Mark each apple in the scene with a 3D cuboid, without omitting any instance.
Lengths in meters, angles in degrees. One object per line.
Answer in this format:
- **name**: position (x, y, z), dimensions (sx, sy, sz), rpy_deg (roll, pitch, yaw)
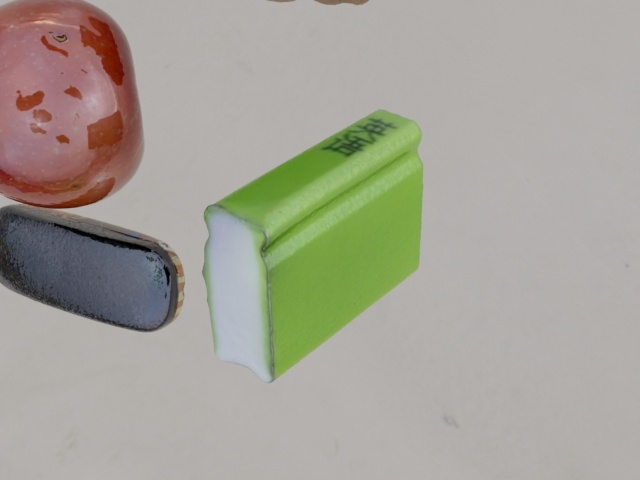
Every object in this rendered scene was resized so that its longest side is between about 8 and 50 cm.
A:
- **apple**: position (-0.333, -0.170, 1.263), dimensions (0.216, 0.260, 0.260), rpy_deg (-10, 106, -18)

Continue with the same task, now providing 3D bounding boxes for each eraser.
- **eraser**: position (0.000, 0.000, 1.132), dimensions (0.092, 0.274, 0.210), rpy_deg (25, 131, 35)

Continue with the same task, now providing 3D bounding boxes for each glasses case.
- **glasses case**: position (-0.319, 0.034, 1.372), dimensions (0.321, 0.082, 0.122), rpy_deg (14, 106, 26)

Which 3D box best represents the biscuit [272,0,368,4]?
- **biscuit**: position (-0.074, -0.342, 1.196), dimensions (0.295, 0.186, 0.044), rpy_deg (14, 75, -9)
